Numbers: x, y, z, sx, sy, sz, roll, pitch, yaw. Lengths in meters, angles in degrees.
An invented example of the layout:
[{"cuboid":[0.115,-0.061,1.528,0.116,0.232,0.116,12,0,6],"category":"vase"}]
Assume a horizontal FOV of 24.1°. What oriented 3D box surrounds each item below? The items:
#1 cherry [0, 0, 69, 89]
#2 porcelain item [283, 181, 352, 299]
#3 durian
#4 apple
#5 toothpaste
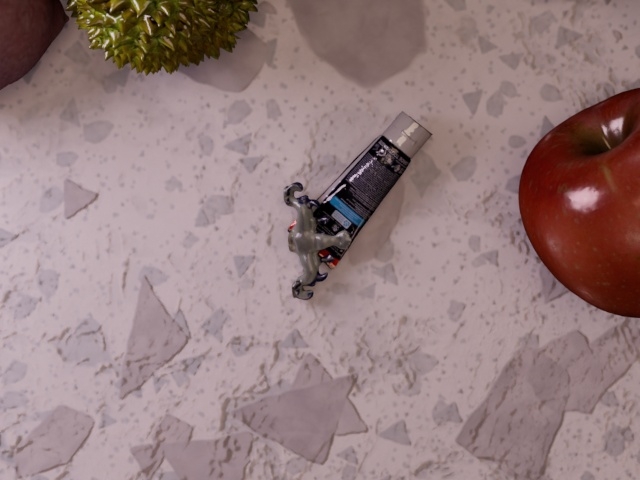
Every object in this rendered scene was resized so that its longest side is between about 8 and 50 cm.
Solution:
[{"cuboid":[-0.401,-0.257,1.613,0.239,0.206,0.239,-1,79,3],"category":"cherry"},{"cuboid":[0.000,0.000,1.707,0.075,0.021,0.136,-2,100,16],"category":"porcelain item"},{"cuboid":[-0.172,-0.305,1.607,0.224,0.291,0.291,-7,91,-15],"category":"durian"},{"cuboid":[0.345,-0.038,1.628,0.260,0.260,0.216,-30,115,-2],"category":"apple"},{"cuboid":[0.047,-0.063,1.720,0.071,0.045,0.193,39,95,5],"category":"toothpaste"}]
